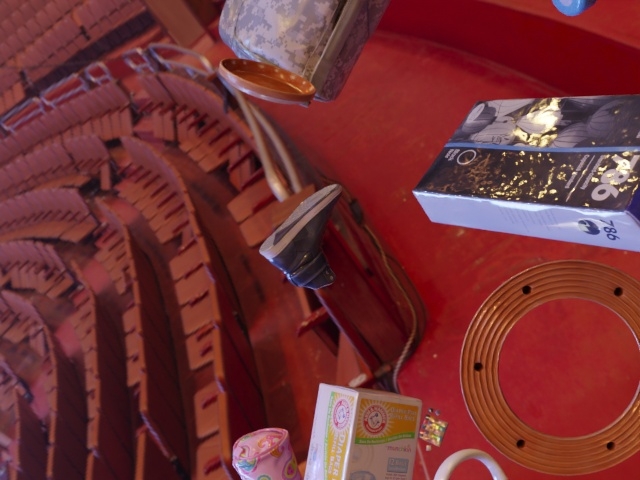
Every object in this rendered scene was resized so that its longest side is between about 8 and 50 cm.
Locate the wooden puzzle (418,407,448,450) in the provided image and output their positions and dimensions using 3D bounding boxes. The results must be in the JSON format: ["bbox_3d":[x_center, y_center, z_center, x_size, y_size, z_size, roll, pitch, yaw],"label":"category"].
[{"bbox_3d":[0.224,0.377,1.261,0.049,0.006,0.083,15,74,36],"label":"wooden puzzle"}]

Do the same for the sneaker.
[{"bbox_3d":[-0.001,0.000,1.375,0.226,0.163,0.086,-46,19,-9],"label":"sneaker"}]

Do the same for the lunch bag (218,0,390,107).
[{"bbox_3d":[0.002,-0.378,0.972,0.305,0.212,0.256,-61,35,17],"label":"lunch bag"}]

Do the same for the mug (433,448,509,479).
[{"bbox_3d":[0.399,0.700,1.544,0.328,0.374,0.276,-18,-7,-30],"label":"mug"}]

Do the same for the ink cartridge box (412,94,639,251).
[{"bbox_3d":[0.268,-0.078,0.666,0.332,0.065,0.165,12,58,49],"label":"ink cartridge box"}]

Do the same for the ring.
[{"bbox_3d":[0.382,0.195,0.980,0.336,0.337,0.032,-39,2,4],"label":"ring"}]

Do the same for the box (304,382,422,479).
[{"bbox_3d":[0.053,0.306,0.864,0.103,0.114,0.203,-9,68,60],"label":"box"}]

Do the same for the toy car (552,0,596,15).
[{"bbox_3d":[0.407,-0.510,0.958,0.219,0.210,0.238,-32,65,-10],"label":"toy car"}]

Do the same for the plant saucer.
[{"bbox_3d":[-0.045,-0.133,0.535,0.083,0.083,0.013,-102,28,-60],"label":"plant saucer"}]

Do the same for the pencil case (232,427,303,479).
[{"bbox_3d":[-0.077,0.507,1.223,0.124,0.284,0.124,-17,9,3],"label":"pencil case"}]
